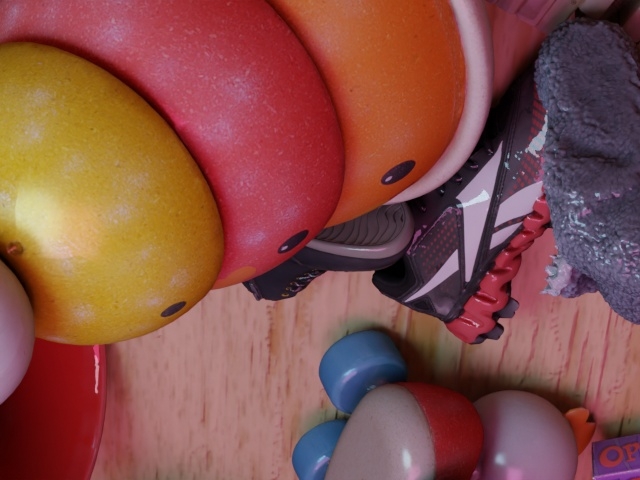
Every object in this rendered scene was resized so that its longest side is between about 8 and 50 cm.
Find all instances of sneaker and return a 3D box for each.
[{"bbox_3d":[0.000,0.000,1.521,0.222,0.083,0.118,15,147,41],"label":"sneaker"},{"bbox_3d":[0.119,-0.039,1.490,0.135,0.097,0.276,17,129,-8],"label":"sneaker"}]

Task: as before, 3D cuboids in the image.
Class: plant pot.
[{"bbox_3d":[-0.345,0.121,1.591,0.243,0.275,0.275,2,128,21],"label":"plant pot"}]

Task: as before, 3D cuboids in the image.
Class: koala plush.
[{"bbox_3d":[0.237,-0.012,1.351,0.196,0.203,0.221,8,151,10],"label":"koala plush"}]

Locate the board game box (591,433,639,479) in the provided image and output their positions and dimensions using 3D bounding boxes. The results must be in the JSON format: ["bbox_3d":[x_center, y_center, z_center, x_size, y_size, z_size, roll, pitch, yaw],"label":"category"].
[{"bbox_3d":[0.428,0.225,1.667,0.347,0.056,0.208,-11,136,16],"label":"board game box"}]

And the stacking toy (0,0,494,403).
[{"bbox_3d":[-0.141,-0.047,1.243,0.351,0.480,0.350,26,143,22],"label":"stacking toy"}]

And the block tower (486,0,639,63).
[{"bbox_3d":[0.205,-0.189,1.370,0.335,0.091,0.097,28,126,-14],"label":"block tower"}]

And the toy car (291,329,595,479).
[{"bbox_3d":[0.132,0.205,1.647,0.238,0.219,0.210,-5,132,-25],"label":"toy car"}]
